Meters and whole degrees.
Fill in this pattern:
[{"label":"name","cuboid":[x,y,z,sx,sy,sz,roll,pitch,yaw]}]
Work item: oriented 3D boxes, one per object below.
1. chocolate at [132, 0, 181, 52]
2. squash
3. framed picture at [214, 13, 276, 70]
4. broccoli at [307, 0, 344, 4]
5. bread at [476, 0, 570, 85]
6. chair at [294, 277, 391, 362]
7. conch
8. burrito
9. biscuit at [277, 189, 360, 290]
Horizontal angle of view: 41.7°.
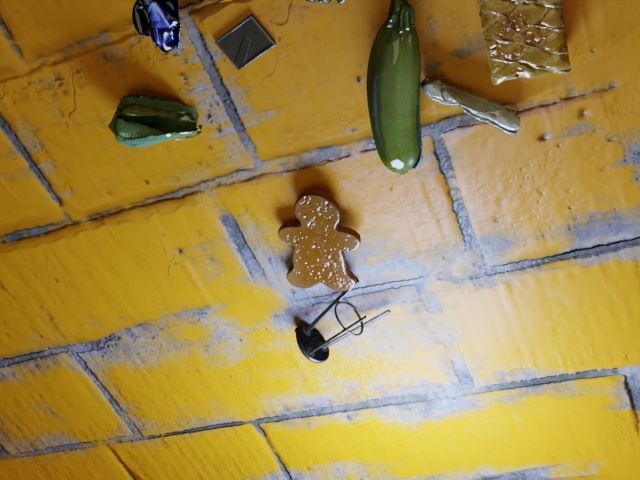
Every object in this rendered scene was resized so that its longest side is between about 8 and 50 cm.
[{"label":"chocolate","cuboid":[-0.269,-0.459,1.305,0.148,0.126,0.343,32,145,39]},{"label":"squash","cuboid":[0.121,-0.255,1.391,0.094,0.094,0.341,2,132,10]},{"label":"framed picture","cuboid":[-0.128,-0.337,1.433,0.089,0.007,0.066,-28,118,30]},{"label":"broccoli","cuboid":[0.055,-0.442,1.082,0.275,0.397,0.353,50,134,6]},{"label":"bread","cuboid":[0.312,-0.340,1.294,0.125,0.068,0.188,-7,126,17]},{"label":"chair","cuboid":[0.030,0.185,1.758,0.104,0.095,0.221,46,125,-9]},{"label":"conch","cuboid":[-0.302,-0.223,1.524,0.170,0.079,0.106,-6,134,-2]},{"label":"burrito","cuboid":[0.252,-0.227,1.411,0.185,0.045,0.041,23,108,-3]},{"label":"biscuit","cuboid":[0.000,0.000,1.655,0.165,0.036,0.250,4,131,12]}]
